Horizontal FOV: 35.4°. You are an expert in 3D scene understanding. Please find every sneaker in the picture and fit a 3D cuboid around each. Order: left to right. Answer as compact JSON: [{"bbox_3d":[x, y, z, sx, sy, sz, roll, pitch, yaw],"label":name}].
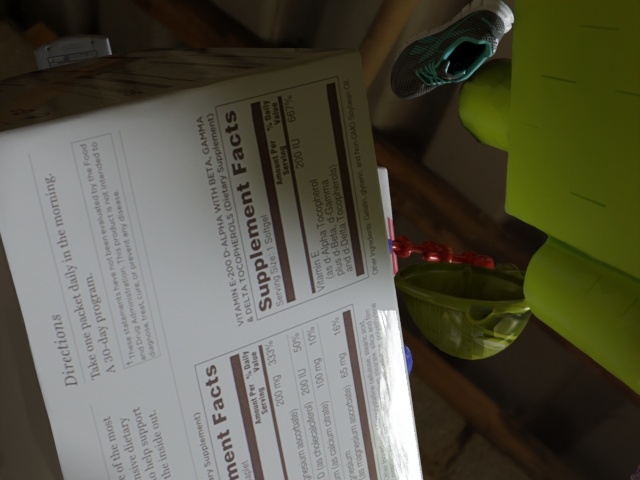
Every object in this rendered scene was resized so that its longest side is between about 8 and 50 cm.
[{"bbox_3d":[0.133,-0.197,1.093,0.065,0.076,0.166,38,-45,-19],"label":"sneaker"}]

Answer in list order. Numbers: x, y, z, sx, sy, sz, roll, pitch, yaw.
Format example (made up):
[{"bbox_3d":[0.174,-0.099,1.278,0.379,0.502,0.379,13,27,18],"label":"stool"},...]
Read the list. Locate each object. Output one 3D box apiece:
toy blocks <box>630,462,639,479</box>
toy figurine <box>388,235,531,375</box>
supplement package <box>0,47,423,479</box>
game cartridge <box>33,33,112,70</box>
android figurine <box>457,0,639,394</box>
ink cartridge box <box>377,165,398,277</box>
[{"bbox_3d":[0.369,0.085,1.011,0.260,0.288,0.309,23,-78,33],"label":"toy blocks"},{"bbox_3d":[0.054,0.106,0.893,0.362,0.191,0.217,19,-81,49],"label":"toy figurine"},{"bbox_3d":[-0.077,0.058,0.439,0.204,0.145,0.262,16,-61,55],"label":"supplement package"},{"bbox_3d":[-0.273,-0.200,1.116,0.017,0.083,0.056,-97,179,-61],"label":"game cartridge"},{"bbox_3d":[0.120,-0.070,0.336,0.273,0.056,0.248,-134,-138,-67],"label":"android figurine"},{"bbox_3d":[0.000,0.000,1.388,0.218,0.092,0.159,-27,-117,52],"label":"ink cartridge box"}]
